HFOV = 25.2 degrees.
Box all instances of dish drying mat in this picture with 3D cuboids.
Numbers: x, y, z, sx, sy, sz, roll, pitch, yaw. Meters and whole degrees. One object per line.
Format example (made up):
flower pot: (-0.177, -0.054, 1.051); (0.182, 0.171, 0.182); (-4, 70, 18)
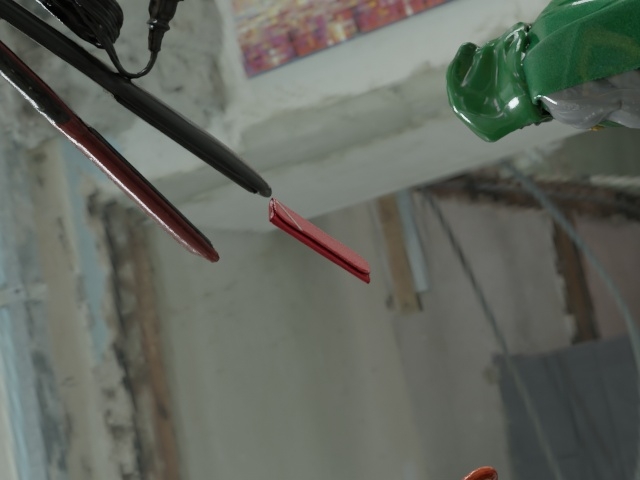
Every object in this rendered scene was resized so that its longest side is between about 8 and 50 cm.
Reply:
dish drying mat: (0.000, 0.000, 0.976); (0.083, 0.008, 0.032); (33, -160, -18)

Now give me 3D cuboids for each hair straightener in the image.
hair straightener: (-0.107, -0.094, 0.671); (0.230, 0.089, 0.047); (43, 176, -15)

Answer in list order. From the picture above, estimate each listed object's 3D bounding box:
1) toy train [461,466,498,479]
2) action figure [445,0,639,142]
toy train: (0.038, 0.145, 0.572); (0.046, 0.166, 0.125); (52, 175, 19)
action figure: (0.142, -0.062, 0.401); (0.137, 0.232, 0.063); (-47, -56, -54)
